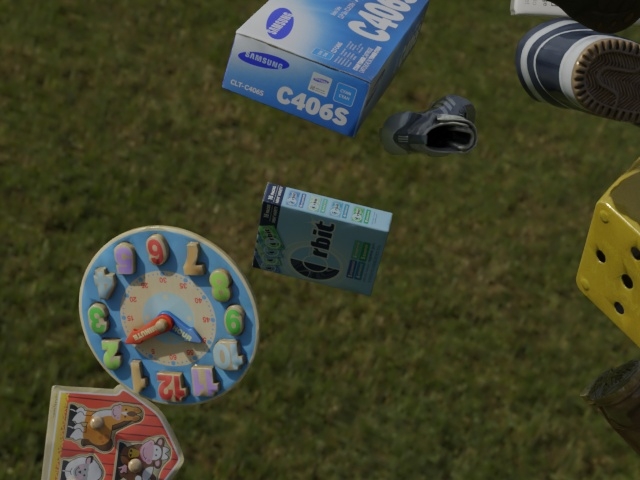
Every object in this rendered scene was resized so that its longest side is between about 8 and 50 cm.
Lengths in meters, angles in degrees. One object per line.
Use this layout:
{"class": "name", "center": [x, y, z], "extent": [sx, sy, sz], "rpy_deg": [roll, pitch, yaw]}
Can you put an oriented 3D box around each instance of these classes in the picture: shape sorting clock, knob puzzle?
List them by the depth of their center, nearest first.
{"class": "shape sorting clock", "center": [-0.164, 0.084, 1.439], "extent": [0.206, 0.206, 0.040], "rpy_deg": [24, 27, 5]}
{"class": "knob puzzle", "center": [-0.278, 0.293, 1.841], "extent": [0.213, 0.213, 0.030], "rpy_deg": [10, -7, -21]}

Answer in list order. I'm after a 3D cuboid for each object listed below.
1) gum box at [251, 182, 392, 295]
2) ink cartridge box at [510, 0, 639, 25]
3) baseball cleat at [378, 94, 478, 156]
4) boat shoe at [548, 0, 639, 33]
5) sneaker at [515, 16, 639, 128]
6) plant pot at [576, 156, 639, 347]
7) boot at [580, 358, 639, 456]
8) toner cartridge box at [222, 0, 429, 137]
{"class": "gum box", "center": [0.000, 0.000, 1.965], "extent": [0.185, 0.157, 0.041], "rpy_deg": [13, 51, 1]}
{"class": "ink cartridge box", "center": [0.366, -0.346, 1.550], "extent": [0.273, 0.198, 0.115], "rpy_deg": [5, 9, 4]}
{"class": "baseball cleat", "center": [0.159, -0.132, 1.653], "extent": [0.109, 0.072, 0.206], "rpy_deg": [12, 22, 33]}
{"class": "boat shoe", "center": [0.178, -0.224, 1.041], "extent": [0.178, 0.064, 0.060], "rpy_deg": [25, 40, -30]}
{"class": "sneaker", "center": [0.327, -0.151, 1.375], "extent": [0.282, 0.099, 0.153], "rpy_deg": [17, 8, -29]}
{"class": "plant pot", "center": [0.415, 0.013, 1.519], "extent": [0.187, 0.212, 0.212], "rpy_deg": [-23, 51, -25]}
{"class": "boot", "center": [0.517, 0.302, 1.989], "extent": [0.269, 0.089, 0.236], "rpy_deg": [48, -1, 6]}
{"class": "toner cartridge box", "center": [0.016, -0.244, 1.632], "extent": [0.165, 0.075, 0.348], "rpy_deg": [20, 29, 5]}
